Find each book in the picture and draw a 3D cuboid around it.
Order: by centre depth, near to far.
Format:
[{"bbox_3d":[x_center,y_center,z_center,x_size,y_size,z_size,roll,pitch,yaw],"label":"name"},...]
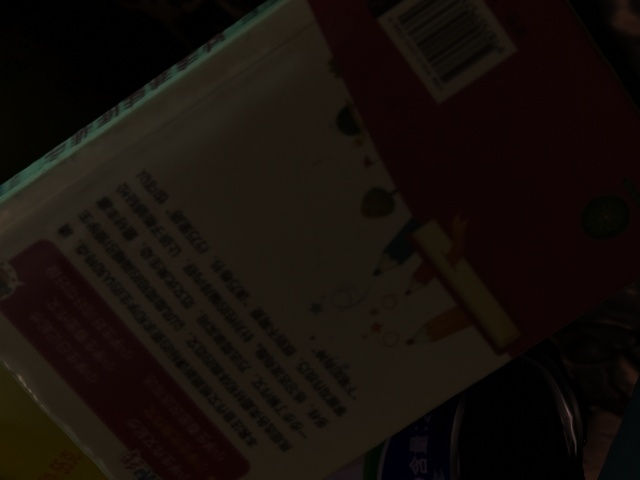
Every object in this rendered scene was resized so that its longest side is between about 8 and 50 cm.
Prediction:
[{"bbox_3d":[0.000,0.000,0.618,0.232,0.022,0.162,-33,115,11],"label":"book"}]

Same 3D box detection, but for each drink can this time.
[{"bbox_3d":[-0.006,0.091,0.790,0.235,0.097,0.097,-3,132,41],"label":"drink can"}]

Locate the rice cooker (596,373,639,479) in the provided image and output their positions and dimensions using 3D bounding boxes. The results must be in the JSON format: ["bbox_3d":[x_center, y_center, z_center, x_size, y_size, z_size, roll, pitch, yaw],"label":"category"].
[{"bbox_3d":[0.201,0.119,0.552,0.267,0.224,0.267,21,142,17],"label":"rice cooker"}]

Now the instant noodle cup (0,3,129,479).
[{"bbox_3d":[-0.157,-0.012,0.708,0.236,0.215,0.215,29,146,-12],"label":"instant noodle cup"}]
